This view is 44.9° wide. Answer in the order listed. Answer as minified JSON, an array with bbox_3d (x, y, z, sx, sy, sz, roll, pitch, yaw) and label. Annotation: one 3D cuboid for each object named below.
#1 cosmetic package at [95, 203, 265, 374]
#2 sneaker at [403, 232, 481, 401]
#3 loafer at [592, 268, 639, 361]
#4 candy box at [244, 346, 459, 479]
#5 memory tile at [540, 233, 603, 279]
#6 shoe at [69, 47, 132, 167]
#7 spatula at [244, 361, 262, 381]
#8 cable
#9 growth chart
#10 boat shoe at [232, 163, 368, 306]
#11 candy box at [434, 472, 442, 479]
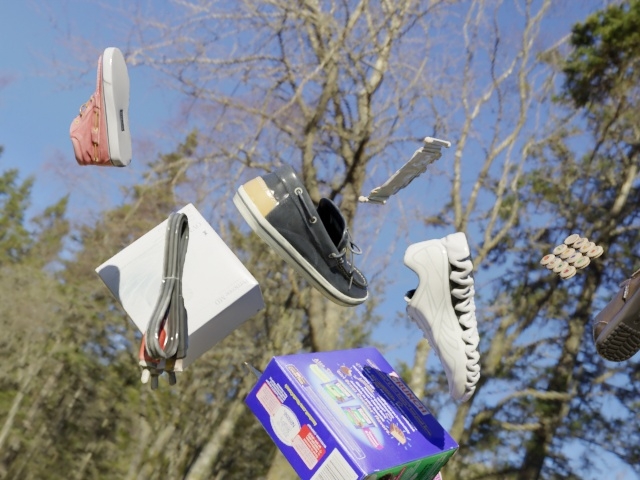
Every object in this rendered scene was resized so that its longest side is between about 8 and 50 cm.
[{"bbox_3d":[-0.265,0.094,1.490,0.224,0.224,0.138,48,-15,19],"label":"cosmetic package"},{"bbox_3d":[0.205,0.131,1.300,0.118,0.292,0.110,-7,14,7],"label":"sneaker"},{"bbox_3d":[0.745,0.108,1.768,0.134,0.366,0.130,34,19,-21],"label":"loafer"},{"bbox_3d":[0.063,0.332,1.404,0.317,0.122,0.268,5,36,-51],"label":"candy box"},{"bbox_3d":[0.566,0.035,1.754,0.012,0.113,0.148,53,2,-15],"label":"memory tile"},{"bbox_3d":[-0.334,-0.198,1.166,0.081,0.178,0.063,0,9,12],"label":"shoe"},{"bbox_3d":[-0.123,0.419,2.049,0.242,0.019,0.168,53,-16,1],"label":"spatula"},{"bbox_3d":[-0.253,0.088,1.223,0.072,0.287,0.139,-7,-14,10],"label":"cable"},{"bbox_3d":[0.205,-0.160,1.837,0.021,0.237,0.172,52,14,16],"label":"growth chart"},{"bbox_3d":[0.000,0.000,1.728,0.500,0.156,0.187,45,6,-48],"label":"boat shoe"},{"bbox_3d":[0.192,0.540,1.804,0.159,0.233,0.071,-24,-16,27],"label":"candy box"}]
